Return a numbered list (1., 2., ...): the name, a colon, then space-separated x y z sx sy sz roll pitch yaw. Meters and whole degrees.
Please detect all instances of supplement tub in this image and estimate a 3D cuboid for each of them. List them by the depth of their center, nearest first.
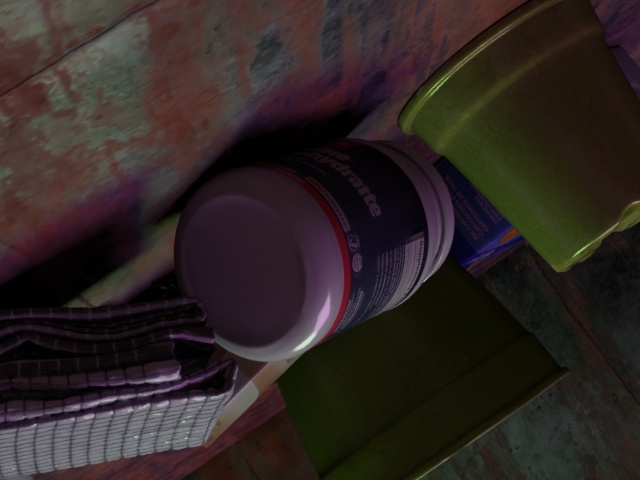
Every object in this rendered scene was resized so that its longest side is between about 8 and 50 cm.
1. supplement tub: 0.000 0.000 1.375 0.191 0.191 0.272 -42 168 34

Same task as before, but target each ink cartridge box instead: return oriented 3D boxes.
1. ink cartridge box: 0.305 -0.106 2.020 0.395 0.151 0.270 -39 169 31

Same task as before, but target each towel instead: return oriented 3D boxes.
1. towel: -0.232 0.134 1.278 0.283 0.121 0.235 -8 162 -13

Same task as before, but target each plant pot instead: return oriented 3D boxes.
1. plant pot: 0.273 -0.113 1.564 0.276 0.254 0.276 -34 171 -6
2. plant pot: 0.081 0.134 1.801 0.366 0.353 0.366 -33 170 -6

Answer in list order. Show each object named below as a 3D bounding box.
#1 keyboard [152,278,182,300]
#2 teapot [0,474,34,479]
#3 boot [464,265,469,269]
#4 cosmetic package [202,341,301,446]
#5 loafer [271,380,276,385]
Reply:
1. keyboard: -0.214 0.104 1.630 0.201 0.033 0.317 -35 171 8
2. teapot: -0.458 0.371 1.638 0.252 0.187 0.256 -18 -135 37
3. boot: 0.121 0.119 2.484 0.260 0.131 0.348 -35 162 -41
4. cosmetic package: -0.078 0.093 1.594 0.296 0.129 0.153 -45 169 -6
5. loafer: -0.068 0.187 2.383 0.223 0.076 0.078 -45 162 23
